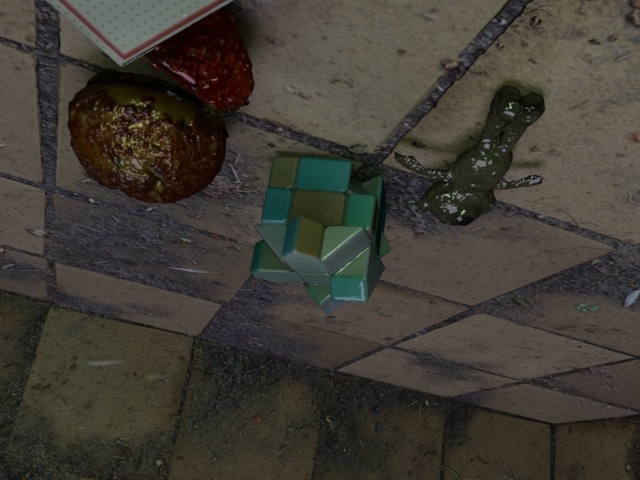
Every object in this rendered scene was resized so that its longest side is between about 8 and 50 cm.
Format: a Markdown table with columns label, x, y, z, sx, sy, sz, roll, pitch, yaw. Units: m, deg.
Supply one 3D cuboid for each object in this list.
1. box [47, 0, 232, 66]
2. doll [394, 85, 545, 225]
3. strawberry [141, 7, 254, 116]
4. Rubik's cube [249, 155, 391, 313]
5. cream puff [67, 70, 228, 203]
| label | x | y | z | sx | sy | sz | roll | pitch | yaw |
| --- | --- | --- | --- | --- | --- | --- | --- | --- | --- |
| box | -0.177 | -0.300 | 0.485 | 0.210 | 0.095 | 0.330 | -20 | 142 | 24 |
| doll | 0.238 | -0.105 | 0.972 | 0.203 | 0.091 | 0.286 | 11 | 150 | -33 |
| strawberry | -0.162 | -0.241 | 0.789 | 0.175 | 0.106 | 0.236 | 36 | 180 | 32 |
| Rubik's cube | 0.000 | 0.000 | 1.133 | 0.225 | 0.212 | 0.265 | 4 | 159 | 12 |
| cream puff | -0.250 | -0.138 | 0.975 | 0.240 | 0.163 | 0.240 | 20 | 161 | 7 |
